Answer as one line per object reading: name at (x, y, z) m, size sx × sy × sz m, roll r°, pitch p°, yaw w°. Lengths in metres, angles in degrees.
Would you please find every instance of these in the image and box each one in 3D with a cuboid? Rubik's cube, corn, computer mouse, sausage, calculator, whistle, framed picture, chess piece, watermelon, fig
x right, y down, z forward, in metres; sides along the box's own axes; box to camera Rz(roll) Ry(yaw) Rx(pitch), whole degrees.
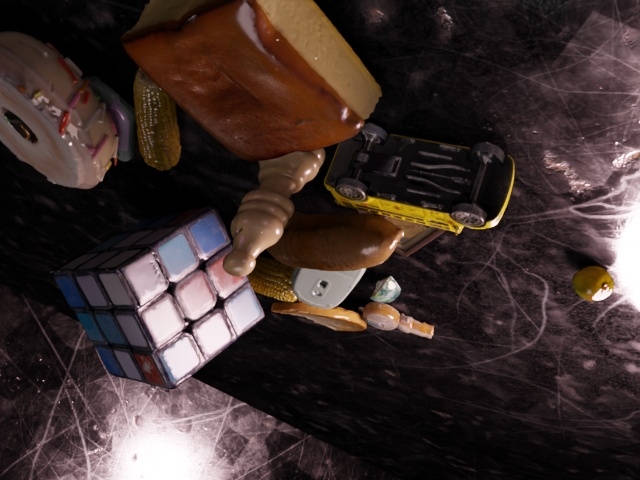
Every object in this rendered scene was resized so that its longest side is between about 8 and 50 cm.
Rubik's cube at (-0.423, 0.145, 1.863) m, size 0.362 × 0.363 × 0.359 m, roll -8°, pitch 110°, yaw 45°
corn at (-0.176, 0.094, 1.968) m, size 0.305 × 0.106 × 0.106 m, roll 15°, pitch 152°, yaw 15°
computer mouse at (0.022, 0.067, 1.783) m, size 0.159 × 0.097 × 0.288 m, roll 23°, pitch 136°, yaw -5°
sausage at (-0.002, 0.001, 1.518) m, size 0.500 × 0.136 × 0.123 m, roll 4°, pitch 119°, yaw 62°
calculator at (-0.469, -0.267, 1.563) m, size 0.141 × 0.045 × 0.246 m, roll 41°, pitch 153°, yaw 3°
whistle at (0.210, 0.229, 1.979) m, size 0.219 × 0.057 × 0.107 m, roll 17°, pitch 152°, yaw 6°
framed picture at (0.171, -0.027, 1.474) m, size 0.127 × 0.023 × 0.168 m, roll 27°, pitch 150°, yaw -13°
corn at (-0.345, -0.252, 1.485) m, size 0.096 × 0.097 × 0.320 m, roll 21°, pitch 152°, yaw 2°
chess piece at (-0.105, -0.064, 1.405) m, size 0.138 × 0.307 × 0.124 m, roll 16°, pitch 153°, yaw 14°
watermelon at (0.172, 0.126, 1.845) m, size 0.061 × 0.085 × 0.085 m, roll 54°, pitch 175°, yaw 38°
fig at (0.558, 0.088, 1.455) m, size 0.074 × 0.074 × 0.088 m, roll 37°, pitch 171°, yaw -26°

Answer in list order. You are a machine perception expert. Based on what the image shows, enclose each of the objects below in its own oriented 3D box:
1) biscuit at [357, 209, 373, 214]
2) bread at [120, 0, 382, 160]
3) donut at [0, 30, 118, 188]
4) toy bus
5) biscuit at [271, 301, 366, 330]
biscuit at (0.168, -0.063, 1.493) m, size 0.208 × 0.049 × 0.181 m, roll 8°, pitch 149°, yaw 22°
bread at (-0.115, -0.291, 1.184) m, size 0.323 × 0.143 × 0.333 m, roll -6°, pitch 143°, yaw 44°
donut at (-0.587, -0.278, 1.486) m, size 0.382 × 0.142 × 0.383 m, roll 30°, pitch 151°, yaw 18°
toy bus at (0.185, -0.103, 1.300) m, size 0.330 × 0.144 × 0.152 m, roll 14°, pitch 161°, yaw 21°
biscuit at (0.024, 0.219, 2.040) m, size 0.204 × 0.040 × 0.309 m, roll -3°, pitch 162°, yaw 41°
